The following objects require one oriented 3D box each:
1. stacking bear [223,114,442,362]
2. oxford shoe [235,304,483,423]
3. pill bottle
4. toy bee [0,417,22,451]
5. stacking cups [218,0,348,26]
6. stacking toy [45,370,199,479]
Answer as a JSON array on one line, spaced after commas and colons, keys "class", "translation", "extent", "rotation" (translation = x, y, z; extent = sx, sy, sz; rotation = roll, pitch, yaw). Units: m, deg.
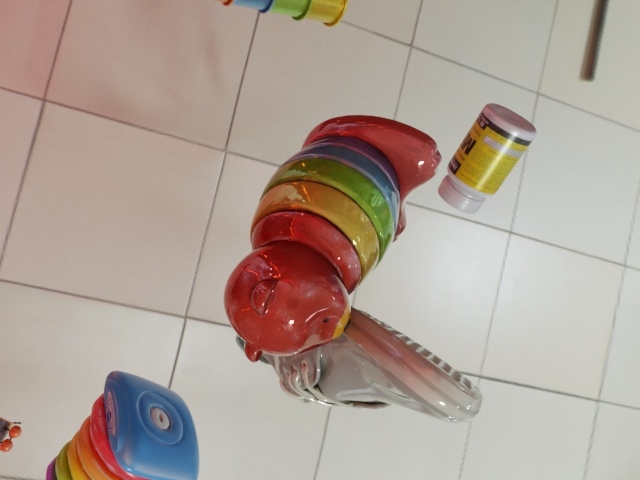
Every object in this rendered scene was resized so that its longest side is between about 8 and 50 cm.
[{"class": "stacking bear", "translation": [0.000, 0.000, 0.611], "extent": [0.164, 0.175, 0.289], "rotation": [26, 44, 4]}, {"class": "oxford shoe", "translation": [0.017, 0.144, 0.693], "extent": [0.169, 0.449, 0.130], "rotation": [39, 76, -24]}, {"class": "pill bottle", "translation": [0.336, -0.164, 1.186], "extent": [0.119, 0.119, 0.208], "rotation": [18, 122, -16]}, {"class": "toy bee", "translation": [-0.627, 0.319, 1.046], "extent": [0.162, 0.298, 0.195], "rotation": [6, 80, 28]}, {"class": "stacking cups", "translation": [-0.108, -0.397, 0.889], "extent": [0.316, 0.096, 0.095], "rotation": [-5, 91, -32]}, {"class": "stacking toy", "translation": [-0.352, 0.356, 0.891], "extent": [0.302, 0.175, 0.166], "rotation": [-39, 137, 12]}]
